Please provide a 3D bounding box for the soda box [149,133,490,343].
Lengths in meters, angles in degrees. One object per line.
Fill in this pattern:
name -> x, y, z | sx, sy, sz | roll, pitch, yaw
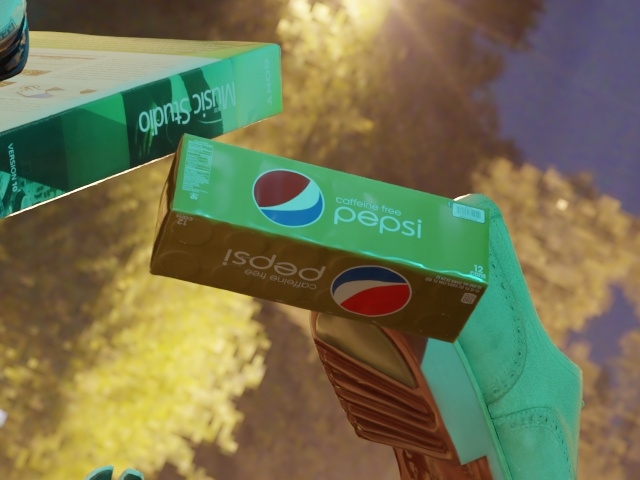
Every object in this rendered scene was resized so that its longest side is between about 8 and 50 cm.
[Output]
soda box -> 0.000, 0.000, 1.075 | 0.061, 0.181, 0.058 | 115, -15, -49

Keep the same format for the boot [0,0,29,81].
boot -> -0.201, -0.177, 1.024 | 0.086, 0.069, 0.190 | 104, -30, -76

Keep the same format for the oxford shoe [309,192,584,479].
oxford shoe -> 0.133, 0.152, 1.256 | 0.146, 0.397, 0.140 | -41, -144, -27

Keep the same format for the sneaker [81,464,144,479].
sneaker -> -0.092, 0.287, 1.483 | 0.118, 0.292, 0.110 | -43, -161, 32

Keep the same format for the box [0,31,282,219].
box -> -0.203, -0.083, 1.272 | 0.322, 0.232, 0.058 | -28, 119, -55
